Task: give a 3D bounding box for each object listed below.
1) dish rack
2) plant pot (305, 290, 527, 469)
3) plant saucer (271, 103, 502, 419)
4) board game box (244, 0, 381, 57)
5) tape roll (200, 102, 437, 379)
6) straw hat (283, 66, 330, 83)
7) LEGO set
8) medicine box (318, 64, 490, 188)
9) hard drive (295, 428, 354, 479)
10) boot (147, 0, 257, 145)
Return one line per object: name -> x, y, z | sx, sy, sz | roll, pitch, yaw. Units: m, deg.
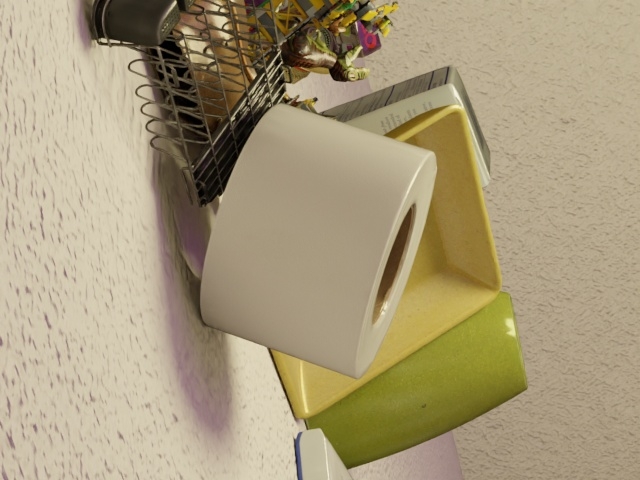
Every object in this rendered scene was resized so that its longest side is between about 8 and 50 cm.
dish rack -> -0.109, -0.175, 1.420 | 0.208, 0.074, 0.272 | -56, 152, -32
plant pot -> 0.130, 0.164, 2.067 | 0.275, 0.293, 0.275 | -11, 90, -82
plant saucer -> 0.052, 0.016, 1.863 | 0.081, 0.332, 0.333 | 43, -21, 45
board game box -> -0.050, -0.404, 1.952 | 0.056, 0.208, 0.347 | -31, 115, -41
tape roll -> 0.000, 0.000, 1.513 | 0.246, 0.169, 0.246 | 18, 90, -80
straw hat -> -0.039, -0.275, 2.293 | 0.061, 0.144, 0.144 | -59, -163, 31
LEGO set -> -0.002, -0.196, 1.772 | 0.192, 0.255, 0.331 | 52, -1, -2
medicine box -> 0.076, -0.116, 2.060 | 0.263, 0.289, 0.149 | -65, 133, -76
hard drive -> 0.030, 0.399, 1.949 | 0.319, 0.040, 0.210 | 64, 17, -60
boot -> -0.114, -0.137, 1.583 | 0.115, 0.112, 0.305 | -61, 144, -41
